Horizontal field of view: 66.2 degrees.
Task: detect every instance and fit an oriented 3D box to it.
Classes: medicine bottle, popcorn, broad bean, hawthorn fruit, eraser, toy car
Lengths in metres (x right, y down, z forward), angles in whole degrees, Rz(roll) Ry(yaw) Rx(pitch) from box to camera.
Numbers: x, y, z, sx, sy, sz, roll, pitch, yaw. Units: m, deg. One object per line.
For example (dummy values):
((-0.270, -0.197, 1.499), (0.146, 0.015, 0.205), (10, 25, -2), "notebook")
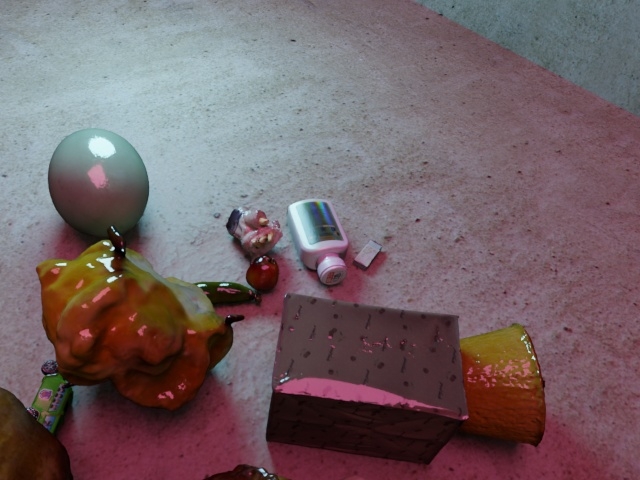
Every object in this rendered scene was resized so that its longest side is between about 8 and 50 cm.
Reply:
((0.000, 0.000, 1.137), (0.115, 0.078, 0.219), (-6, 49, -18), "medicine bottle")
((-0.316, 0.144, 0.806), (0.316, 0.297, 0.281), (45, 94, 6), "popcorn")
((-0.249, 0.116, 1.005), (0.254, 0.046, 0.065), (-6, 63, -17), "broad bean")
((-0.123, 0.070, 1.050), (0.077, 0.077, 0.077), (5, 47, -6), "hawthorn fruit")
((0.113, 0.034, 1.168), (0.038, 0.019, 0.083), (28, 48, 17), "eraser")
((-0.449, 0.277, 0.805), (0.062, 0.071, 0.165), (18, 45, -15), "toy car")

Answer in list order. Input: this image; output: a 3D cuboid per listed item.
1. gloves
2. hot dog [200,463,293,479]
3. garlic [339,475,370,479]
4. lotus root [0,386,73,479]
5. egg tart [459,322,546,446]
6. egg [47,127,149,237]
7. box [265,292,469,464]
((-0.150, -0.021, 1.118), (0.094, 0.110, 0.144), (23, 26, -55), "gloves")
((-0.118, 0.474, 0.603), (0.267, 0.174, 0.387), (-11, 46, 9), "hot dog")
((0.093, 0.451, 0.695), (0.226, 0.199, 0.199), (23, 42, -25), "garlic")
((-0.472, 0.355, 0.628), (0.316, 0.316, 0.250), (11, 32, 0), "lotus root")
((0.310, 0.257, 0.887), (0.171, 0.215, 0.215), (-3, 46, 7), "egg tart")
((-0.485, -0.128, 1.078), (0.203, 0.203, 0.283), (-15, 53, -23), "egg")
((0.069, 0.237, 0.833), (0.297, 0.225, 0.190), (8, 49, -3), "box")
